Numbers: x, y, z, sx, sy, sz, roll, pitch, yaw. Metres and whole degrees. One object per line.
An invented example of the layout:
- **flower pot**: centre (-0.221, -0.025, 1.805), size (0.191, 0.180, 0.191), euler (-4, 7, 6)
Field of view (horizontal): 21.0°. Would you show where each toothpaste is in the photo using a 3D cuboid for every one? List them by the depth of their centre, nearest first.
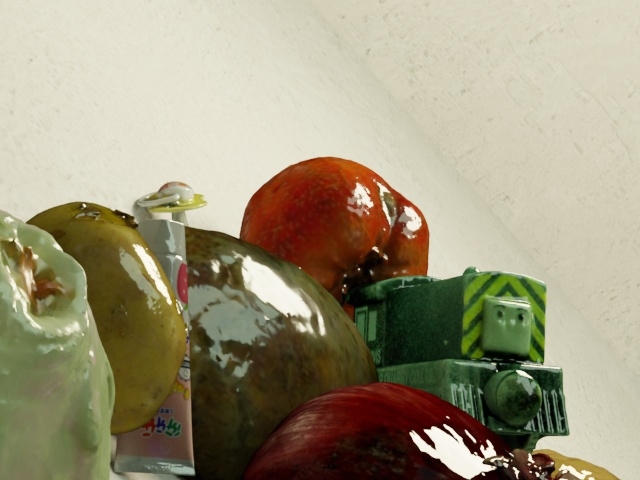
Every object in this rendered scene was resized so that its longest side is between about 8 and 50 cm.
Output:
- **toothpaste**: centre (-0.126, 0.082, 1.322), size (0.067, 0.043, 0.194), euler (8, 73, -30)

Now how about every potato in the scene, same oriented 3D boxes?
- **potato**: centre (-0.170, 0.053, 1.252), size (0.176, 0.137, 0.137), euler (57, 15, 25)

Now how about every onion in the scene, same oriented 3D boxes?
- **onion**: centre (0.099, 0.247, 1.298), size (0.347, 0.285, 0.347), euler (38, 31, -29)

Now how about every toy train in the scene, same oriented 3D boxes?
- **toy train**: centre (0.111, 0.115, 1.608), size (0.138, 0.178, 0.330), euler (6, -9, -20)

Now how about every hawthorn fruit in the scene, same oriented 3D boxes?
- **hawthorn fruit**: centre (0.000, 0.000, 1.829), size (0.207, 0.207, 0.243), euler (43, -1, -30)

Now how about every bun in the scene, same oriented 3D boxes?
- **bun**: centre (-0.220, 0.058, 0.973), size (0.293, 0.187, 0.293), euler (42, 13, -12)

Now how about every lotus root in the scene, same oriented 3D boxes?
- **lotus root**: centre (-0.061, 0.105, 1.451), size (0.314, 0.142, 0.210), euler (33, 23, -45)

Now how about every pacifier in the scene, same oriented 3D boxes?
- **pacifier**: centre (-0.146, -0.024, 1.714), size (0.083, 0.068, 0.064), euler (-132, -147, -75)

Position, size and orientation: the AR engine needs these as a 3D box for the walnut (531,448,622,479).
- **walnut**: centre (0.218, 0.317, 1.605), size (0.257, 0.224, 0.257), euler (53, 16, -22)
